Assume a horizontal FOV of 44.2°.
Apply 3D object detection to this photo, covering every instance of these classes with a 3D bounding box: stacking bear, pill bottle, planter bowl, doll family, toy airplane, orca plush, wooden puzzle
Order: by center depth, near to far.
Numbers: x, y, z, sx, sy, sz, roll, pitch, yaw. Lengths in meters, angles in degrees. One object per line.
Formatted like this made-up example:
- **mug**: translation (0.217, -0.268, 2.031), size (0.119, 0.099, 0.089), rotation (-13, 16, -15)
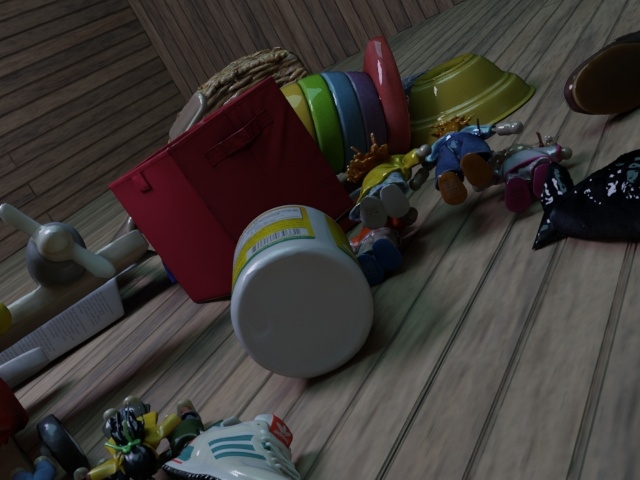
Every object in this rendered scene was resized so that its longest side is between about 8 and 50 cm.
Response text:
- **orca plush**: translation (0.265, -0.068, 0.565), size (0.151, 0.102, 0.287), rotation (-35, 16, -22)
- **doll family**: translation (-0.167, 0.180, 0.608), size (0.193, 0.076, 0.111), rotation (-37, 21, -9)
- **pill bottle**: translation (-0.023, 0.033, 0.724), size (0.117, 0.117, 0.208), rotation (-28, 16, 2)
- **toy airplane**: translation (-0.396, 0.124, 0.806), size (0.384, 0.272, 0.386), rotation (-23, 17, 23)
- **doll family**: translation (0.117, -0.073, 0.812), size (0.263, 0.118, 0.163), rotation (-25, 15, 14)
- **stacking bear**: translation (-0.027, -0.169, 1.169), size (0.289, 0.164, 0.175), rotation (-14, -24, -8)
- **wooden puzzle**: translation (-0.239, -0.084, 1.171), size (0.239, 0.044, 0.221), rotation (-67, 16, -18)
- **planter bowl**: translation (0.204, -0.222, 1.192), size (0.217, 0.090, 0.217), rotation (-26, 15, 8)

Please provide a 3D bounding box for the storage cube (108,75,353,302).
- **storage cube**: translation (-0.112, -0.057, 0.991), size (0.183, 0.193, 0.215), rotation (-43, 17, -34)

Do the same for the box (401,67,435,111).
- **box**: translation (0.116, -0.256, 1.542), size (0.233, 0.044, 0.159), rotation (-35, 16, -19)

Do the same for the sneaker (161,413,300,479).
- **sneaker**: translation (-0.041, 0.144, 0.513), size (0.075, 0.057, 0.161), rotation (-45, 18, -30)

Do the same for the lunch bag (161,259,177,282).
- **lunch bag**: translation (-0.161, -0.051, 1.263), size (0.221, 0.138, 0.293), rotation (-27, 24, -3)

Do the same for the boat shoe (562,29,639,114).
- **boat shoe**: translation (0.352, -0.195, 0.888), size (0.207, 0.073, 0.073), rotation (-26, 12, -16)

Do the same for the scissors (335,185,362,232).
- **scissors**: translation (0.000, 0.000, 0.987), size (0.297, 0.021, 0.109), rotation (-41, 20, -33)

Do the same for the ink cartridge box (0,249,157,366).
- **ink cartridge box**: translation (-0.428, 0.121, 1.263), size (0.330, 0.071, 0.324), rotation (-32, 15, -22)

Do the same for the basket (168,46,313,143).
- **basket**: translation (-0.140, -0.232, 1.509), size (0.299, 0.213, 0.223), rotation (-38, 19, 5)
